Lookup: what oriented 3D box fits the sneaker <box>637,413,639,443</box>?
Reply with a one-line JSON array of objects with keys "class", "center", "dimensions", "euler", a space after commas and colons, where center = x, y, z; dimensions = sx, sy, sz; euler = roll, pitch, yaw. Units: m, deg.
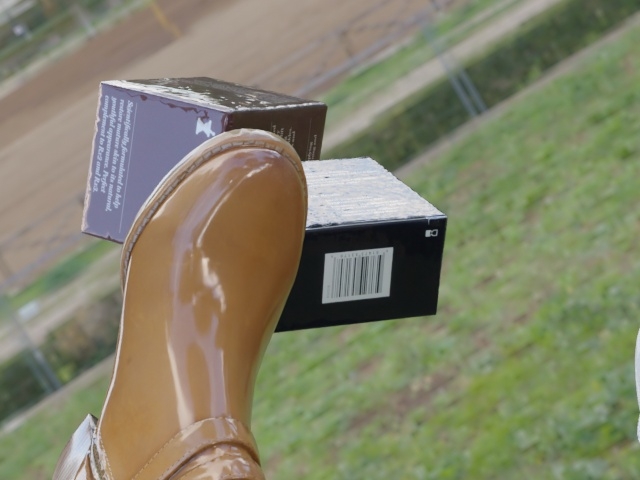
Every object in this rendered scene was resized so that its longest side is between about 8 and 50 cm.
[{"class": "sneaker", "center": [0.420, 0.133, 1.665], "dimensions": [0.268, 0.153, 0.101], "euler": [-48, 10, -20]}]

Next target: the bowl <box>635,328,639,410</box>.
[{"class": "bowl", "center": [0.324, 0.102, 1.314], "dimensions": [0.156, 0.289, 0.289], "euler": [-9, 22, 26]}]

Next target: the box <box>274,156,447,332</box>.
[{"class": "box", "center": [0.000, 0.000, 1.476], "dimensions": [0.156, 0.093, 0.158], "euler": [-5, 23, -22]}]

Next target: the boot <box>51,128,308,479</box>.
[{"class": "boot", "center": [-0.066, 0.094, 0.954], "dimensions": [0.283, 0.109, 0.220], "euler": [-58, 23, 11]}]

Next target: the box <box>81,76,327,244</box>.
[{"class": "box", "center": [-0.120, -0.077, 1.884], "dimensions": [0.167, 0.168, 0.203], "euler": [15, 13, 27]}]
